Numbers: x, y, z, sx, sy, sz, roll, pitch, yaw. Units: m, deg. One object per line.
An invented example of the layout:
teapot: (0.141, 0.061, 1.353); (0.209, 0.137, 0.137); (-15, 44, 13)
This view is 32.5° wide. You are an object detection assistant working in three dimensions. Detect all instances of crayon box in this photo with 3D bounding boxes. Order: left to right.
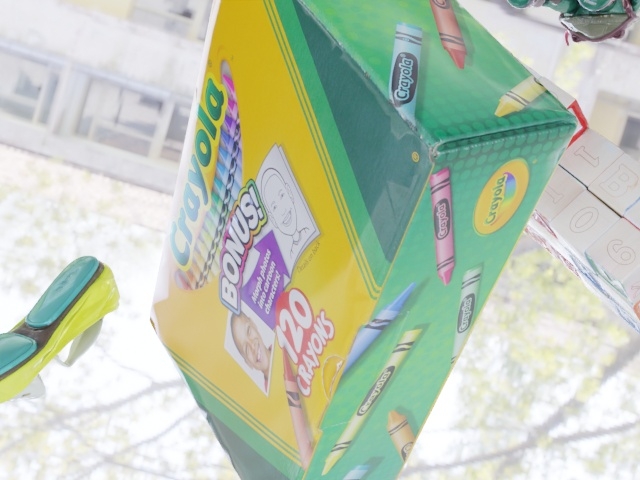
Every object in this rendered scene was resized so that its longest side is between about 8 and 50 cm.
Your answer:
crayon box: (0.000, 0.000, 0.551); (0.081, 0.278, 0.165); (-14, -129, -31)

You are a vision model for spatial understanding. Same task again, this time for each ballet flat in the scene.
ballet flat: (-0.281, 0.109, 1.090); (0.077, 0.077, 0.231); (10, -137, 38)

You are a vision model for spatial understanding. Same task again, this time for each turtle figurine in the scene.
turtle figurine: (0.281, -0.258, 1.111); (0.175, 0.118, 0.234); (-12, -177, 33)

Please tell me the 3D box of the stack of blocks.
stack of blocks: (0.203, -0.060, 0.971); (0.297, 0.087, 0.171); (48, -178, 39)
